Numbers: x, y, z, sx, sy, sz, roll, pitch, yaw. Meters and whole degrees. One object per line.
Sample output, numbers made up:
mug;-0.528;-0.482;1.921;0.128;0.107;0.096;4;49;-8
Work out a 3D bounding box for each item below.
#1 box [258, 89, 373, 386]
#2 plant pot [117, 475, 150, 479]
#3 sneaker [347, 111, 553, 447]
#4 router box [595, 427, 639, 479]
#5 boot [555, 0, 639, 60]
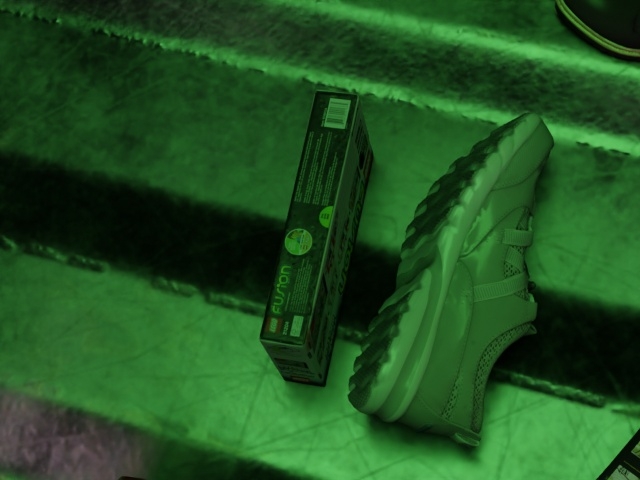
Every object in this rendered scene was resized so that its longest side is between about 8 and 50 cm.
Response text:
box;0.000;0.000;1.148;0.036;0.114;0.207;8;70;12
plant pot;-0.087;0.342;0.964;0.236;0.267;0.267;-44;69;4
sneaker;0.123;0.030;1.146;0.115;0.105;0.281;31;72;-13
router box;0.300;0.192;1.049;0.179;0.046;0.133;37;78;31
boot;0.286;-0.197;1.171;0.198;0.137;0.077;22;73;16
